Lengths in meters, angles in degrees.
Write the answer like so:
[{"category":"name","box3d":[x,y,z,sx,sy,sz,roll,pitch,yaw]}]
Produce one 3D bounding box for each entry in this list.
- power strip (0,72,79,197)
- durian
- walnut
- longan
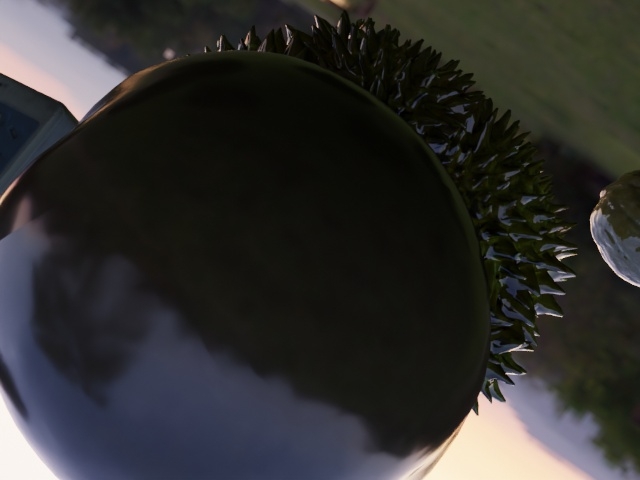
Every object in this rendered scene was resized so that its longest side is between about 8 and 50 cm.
[{"category":"power strip","box3d":[-0.270,0.050,1.047,0.106,0.367,0.043,26,162,35]},{"category":"durian","box3d":[-0.002,0.000,1.113,0.291,0.291,0.225,33,-177,-34]},{"category":"walnut","box3d":[0.230,-0.007,1.310,0.092,0.092,0.092,34,-179,-1]},{"category":"longan","box3d":[-0.041,0.020,0.863,0.248,0.248,0.248,34,-179,-1]}]
